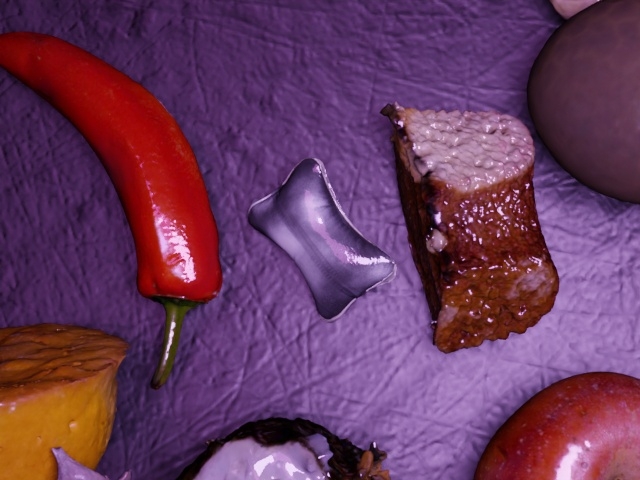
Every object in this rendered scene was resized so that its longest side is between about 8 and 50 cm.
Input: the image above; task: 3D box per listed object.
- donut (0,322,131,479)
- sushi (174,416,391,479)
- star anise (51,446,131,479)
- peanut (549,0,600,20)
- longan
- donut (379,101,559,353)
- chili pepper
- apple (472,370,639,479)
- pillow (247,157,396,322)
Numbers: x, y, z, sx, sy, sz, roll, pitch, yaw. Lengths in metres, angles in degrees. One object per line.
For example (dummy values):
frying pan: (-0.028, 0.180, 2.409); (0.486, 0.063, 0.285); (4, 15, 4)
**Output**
donut: (-0.295, 0.147, 0.983); (0.277, 0.277, 0.108); (-2, 98, 4)
sushi: (0.025, 0.289, 0.965); (0.234, 0.207, 0.348); (-35, 82, 10)
star anise: (-0.167, 0.211, 0.899); (0.124, 0.056, 0.129); (-29, 87, 33)
peanut: (0.245, -0.299, 1.064); (0.090, 0.098, 0.214); (1, 82, 30)
longan: (0.283, -0.119, 1.000); (0.212, 0.198, 0.198); (-7, 84, -14)
donut: (0.130, -0.020, 1.043); (0.126, 0.144, 0.187); (-9, 53, -3)
chili pepper: (-0.176, -0.058, 1.087); (0.137, 0.092, 0.368); (-33, 76, 19)
apple: (0.224, 0.210, 0.990); (0.201, 0.162, 0.201); (1, 79, -6)
pillow: (-0.001, 0.000, 1.073); (0.091, 0.055, 0.136); (-34, 82, 3)
